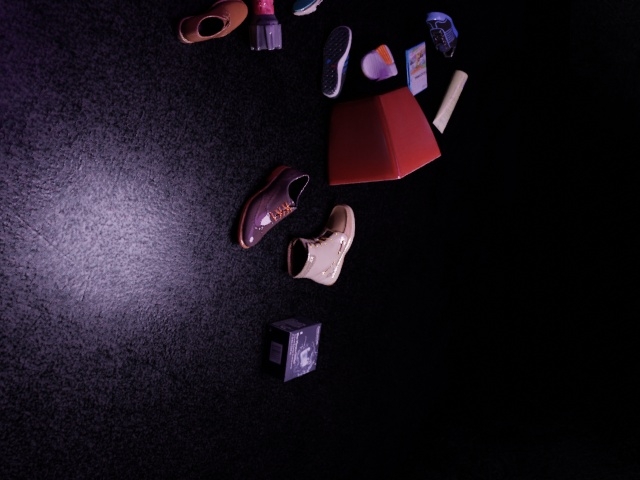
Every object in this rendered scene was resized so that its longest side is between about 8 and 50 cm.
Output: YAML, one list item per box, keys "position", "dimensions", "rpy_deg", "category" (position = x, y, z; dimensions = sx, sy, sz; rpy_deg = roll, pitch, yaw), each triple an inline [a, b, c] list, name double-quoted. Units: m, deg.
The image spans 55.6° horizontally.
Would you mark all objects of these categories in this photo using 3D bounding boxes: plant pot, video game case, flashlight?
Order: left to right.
- position: [-0.134, -0.608, 1.427]
  dimensions: [0.103, 0.103, 0.304]
  rpy_deg: [-35, 127, -57]
  category: "flashlight"
- position: [0.172, -0.327, 1.848]
  dimensions: [0.267, 0.267, 0.236]
  rpy_deg: [-30, 111, -46]
  category: "plant pot"
- position: [0.344, -0.613, 2.175]
  dimensions: [0.119, 0.015, 0.167]
  rpy_deg: [-38, 131, -41]
  category: "video game case"

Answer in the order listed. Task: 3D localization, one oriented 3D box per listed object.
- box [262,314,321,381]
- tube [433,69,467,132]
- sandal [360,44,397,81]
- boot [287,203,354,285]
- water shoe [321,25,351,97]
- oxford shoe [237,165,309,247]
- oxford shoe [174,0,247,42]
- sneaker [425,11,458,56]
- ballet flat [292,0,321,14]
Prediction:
- position: [-0.086, 0.324, 1.841]
  dimensions: [0.158, 0.093, 0.156]
  rpy_deg: [-7, 107, -55]
  category: "box"
- position: [0.506, -0.551, 2.394]
  dimensions: [0.070, 0.062, 0.240]
  rpy_deg: [23, 87, -11]
  category: "tube"
- position: [0.161, -0.544, 1.888]
  dimensions: [0.265, 0.076, 0.102]
  rpy_deg: [-36, 107, -57]
  category: "sandal"
- position: [0.000, 0.000, 1.848]
  dimensions: [0.203, 0.095, 0.262]
  rpy_deg: [16, 92, -54]
  category: "boot"
- position: [0.045, -0.516, 1.762]
  dimensions: [0.080, 0.072, 0.203]
  rpy_deg: [-11, 117, -76]
  category: "water shoe"
- position: [-0.127, -0.091, 1.628]
  dimensions: [0.272, 0.098, 0.097]
  rpy_deg: [-60, 142, -21]
  category: "oxford shoe"
- position: [-0.226, -0.493, 1.370]
  dimensions: [0.212, 0.076, 0.076]
  rpy_deg: [-45, 133, -39]
  category: "oxford shoe"
- position: [0.443, -0.746, 2.207]
  dimensions: [0.232, 0.081, 0.091]
  rpy_deg: [13, 84, -56]
  category: "sneaker"
- position: [-0.018, -0.644, 1.625]
  dimensions: [0.168, 0.057, 0.052]
  rpy_deg: [-58, 151, -24]
  category: "ballet flat"
